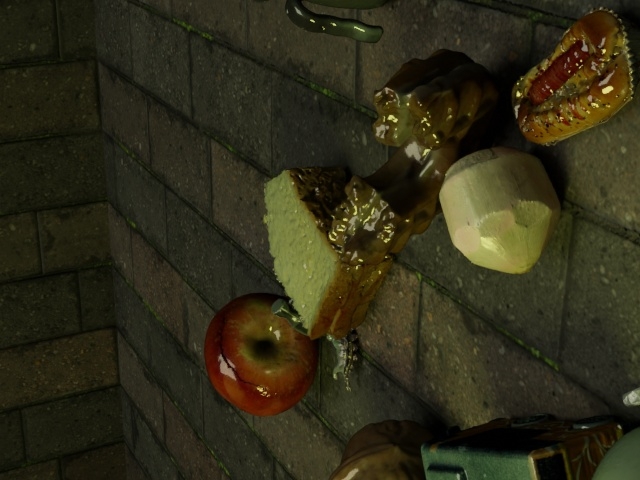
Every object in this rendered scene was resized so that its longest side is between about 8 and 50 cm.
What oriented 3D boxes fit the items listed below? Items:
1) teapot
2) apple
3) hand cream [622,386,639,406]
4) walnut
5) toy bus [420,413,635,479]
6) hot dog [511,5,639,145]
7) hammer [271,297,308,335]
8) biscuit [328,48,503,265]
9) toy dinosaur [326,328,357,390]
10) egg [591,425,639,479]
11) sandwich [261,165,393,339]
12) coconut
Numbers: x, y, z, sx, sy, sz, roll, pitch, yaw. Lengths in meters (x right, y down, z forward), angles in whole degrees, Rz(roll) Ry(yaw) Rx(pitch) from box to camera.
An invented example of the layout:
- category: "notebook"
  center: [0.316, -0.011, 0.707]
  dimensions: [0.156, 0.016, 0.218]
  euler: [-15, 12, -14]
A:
- category: "teapot"
  center: [-0.015, -0.453, 1.727]
  dimensions: [0.223, 0.285, 0.305]
  euler: [-11, 89, 64]
- category: "apple"
  center: [-0.133, 0.252, 2.281]
  dimensions: [0.272, 0.251, 0.206]
  euler: [56, 154, 16]
- category: "hand cream"
  center: [0.434, 0.203, 1.375]
  dimensions: [0.093, 0.019, 0.030]
  euler: [-33, 68, 55]
- category: "walnut"
  center: [0.130, 0.455, 1.843]
  dimensions: [0.227, 0.273, 0.273]
  euler: [13, 115, 28]
- category: "toy bus"
  center: [0.299, 0.346, 1.496]
  dimensions: [0.323, 0.194, 0.162]
  euler: [-18, 84, 64]
- category: "hot dog"
  center: [0.332, -0.206, 1.363]
  dimensions: [0.252, 0.069, 0.131]
  euler: [-41, 64, 62]
- category: "hammer"
  center: [-0.044, 0.103, 2.203]
  dimensions: [0.041, 0.158, 0.227]
  euler: [-38, 39, 25]
- category: "biscuit"
  center: [0.150, -0.127, 1.545]
  dimensions: [0.115, 0.268, 0.366]
  euler: [45, 140, 21]
- category: "toy dinosaur"
  center: [0.047, 0.206, 2.133]
  dimensions: [0.082, 0.039, 0.209]
  euler: [-17, 83, 65]
- category: "egg"
  center: [0.434, 0.388, 1.141]
  dimensions: [0.389, 0.276, 0.276]
  euler: [69, 152, 19]
- category: "sandwich"
  center: [0.000, 0.000, 2.052]
  dimensions: [0.325, 0.131, 0.262]
  euler: [60, 149, 30]
- category: "coconut"
  center: [0.257, -0.035, 1.480]
  dimensions: [0.171, 0.170, 0.183]
  euler: [-46, 56, 59]
